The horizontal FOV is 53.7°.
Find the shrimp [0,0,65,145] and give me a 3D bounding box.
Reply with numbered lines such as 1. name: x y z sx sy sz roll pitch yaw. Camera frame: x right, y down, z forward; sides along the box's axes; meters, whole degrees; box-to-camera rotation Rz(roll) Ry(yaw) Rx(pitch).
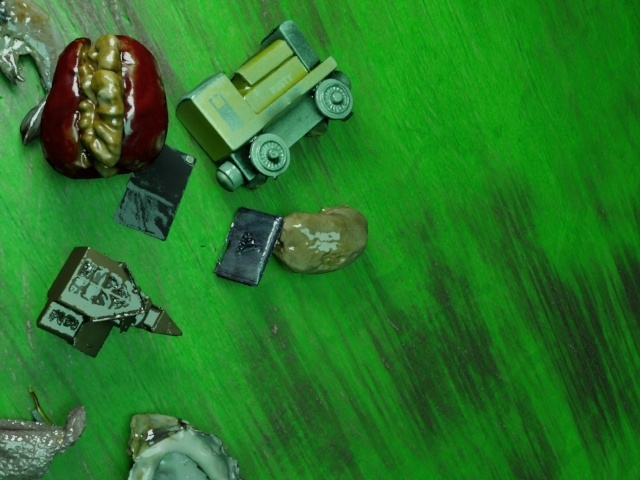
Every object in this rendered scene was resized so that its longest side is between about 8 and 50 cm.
1. shrimp: -0.578 -0.276 1.126 0.246 0.085 0.361 27 71 -34

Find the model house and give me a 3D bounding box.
1. model house: -0.370 0.139 1.170 0.248 0.180 0.176 33 73 -24

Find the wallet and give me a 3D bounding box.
1. wallet: -0.152 0.013 1.356 0.030 0.111 0.166 52 56 -64

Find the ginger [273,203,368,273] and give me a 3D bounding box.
1. ginger: 0.000 0.000 1.428 0.267 0.152 0.138 -12 124 -36

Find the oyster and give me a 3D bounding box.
1. oyster: -0.277 0.496 1.262 0.237 0.114 0.351 -32 100 -19

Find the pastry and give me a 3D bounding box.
1. pastry: -0.547 0.355 1.094 0.265 0.103 0.112 2 97 -22

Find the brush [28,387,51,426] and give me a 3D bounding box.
1. brush: -0.524 0.310 1.166 0.021 0.018 0.083 -26 103 -19

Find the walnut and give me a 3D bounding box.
1. walnut: -0.389 -0.246 1.136 0.221 0.244 0.269 -3 82 -11

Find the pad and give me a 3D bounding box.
1. pad: -0.338 -0.107 1.301 0.116 0.004 0.193 25 77 -27

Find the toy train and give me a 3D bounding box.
1. toy train: -0.108 -0.289 1.363 0.397 0.160 0.253 -44 104 -24
